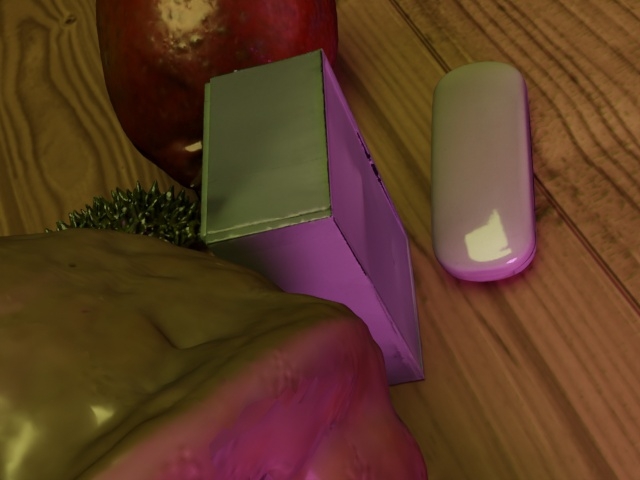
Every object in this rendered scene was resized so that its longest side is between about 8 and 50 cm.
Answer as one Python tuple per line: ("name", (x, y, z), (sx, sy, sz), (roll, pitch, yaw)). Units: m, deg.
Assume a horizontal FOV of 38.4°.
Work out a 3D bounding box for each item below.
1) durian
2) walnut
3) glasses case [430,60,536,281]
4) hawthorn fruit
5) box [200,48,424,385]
("durian", (-0.197, 0.019, 0.776), (0.221, 0.095, 0.137), (-43, 54, -16))
("walnut", (-0.107, 0.161, 0.447), (0.381, 0.381, 0.381), (-10, 56, 15))
("glasses case", (0.128, -0.060, 0.728), (0.081, 0.051, 0.204), (-5, 57, 19))
("hawthorn fruit", (-0.091, -0.143, 0.774), (0.211, 0.210, 0.262), (-4, 63, 18))
("box", (0.000, 0.000, 0.629), (0.086, 0.225, 0.129), (-12, 55, 13))
